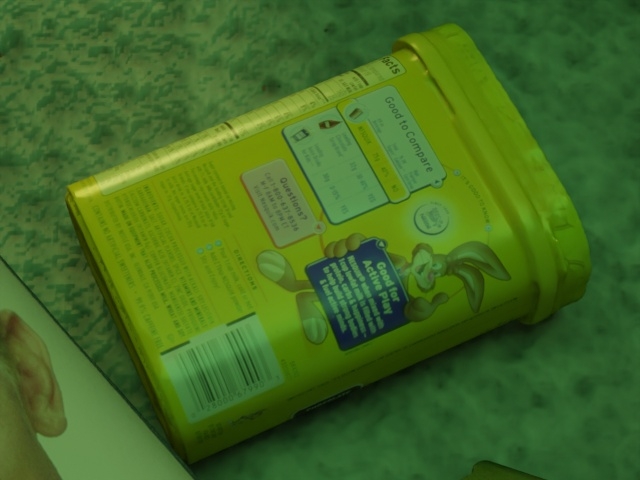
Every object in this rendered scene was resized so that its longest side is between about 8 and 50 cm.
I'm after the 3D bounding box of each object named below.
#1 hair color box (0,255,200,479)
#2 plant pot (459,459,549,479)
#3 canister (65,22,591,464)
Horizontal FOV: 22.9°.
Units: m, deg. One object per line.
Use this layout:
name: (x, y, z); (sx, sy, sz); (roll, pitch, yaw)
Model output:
hair color box: (-0.111, 0.140, 0.526); (0.174, 0.105, 0.347); (-38, 69, -19)
plant pot: (0.081, 0.117, 0.561); (0.079, 0.083, 0.083); (26, 65, 25)
canister: (0.000, 0.000, 0.619); (0.170, 0.073, 0.126); (-23, 65, -11)
